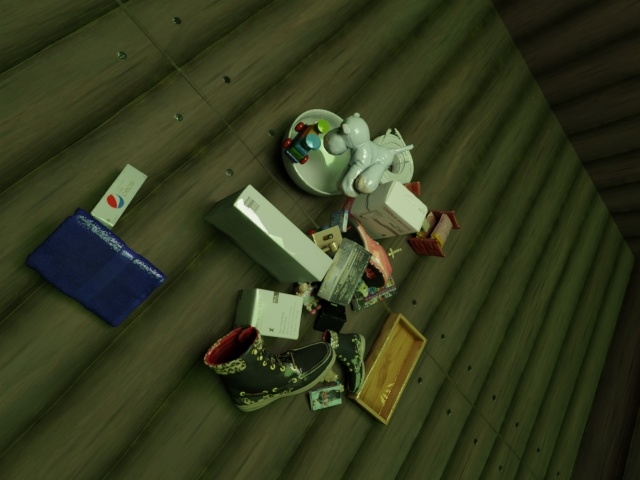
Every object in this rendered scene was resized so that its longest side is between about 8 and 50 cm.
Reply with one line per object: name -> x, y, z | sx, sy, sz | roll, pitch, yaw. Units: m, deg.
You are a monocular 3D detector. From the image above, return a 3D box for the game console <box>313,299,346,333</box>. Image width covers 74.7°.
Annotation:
game console -> 0.036, 0.306, 1.678 | 0.122, 0.071, 0.107 | 21, 46, -30

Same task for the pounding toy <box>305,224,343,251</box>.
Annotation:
pounding toy -> -0.004, 0.002, 1.578 | 0.181, 0.206, 0.094 | -20, 95, -33

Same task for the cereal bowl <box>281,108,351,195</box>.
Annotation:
cereal bowl -> -0.011, -0.331, 1.658 | 0.339, 0.141, 0.338 | 5, 80, -33

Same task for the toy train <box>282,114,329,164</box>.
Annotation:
toy train -> -0.018, -0.393, 1.492 | 0.105, 0.143, 0.247 | 42, 64, -22

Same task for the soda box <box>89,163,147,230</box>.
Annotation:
soda box -> -0.603, -0.123, 1.243 | 0.069, 0.074, 0.216 | 35, 47, -25

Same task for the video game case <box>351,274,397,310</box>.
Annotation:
video game case -> 0.207, 0.162, 1.786 | 0.232, 0.042, 0.210 | -18, 88, -34

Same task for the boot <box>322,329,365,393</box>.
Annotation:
boot -> 0.085, 0.472, 1.647 | 0.179, 0.085, 0.236 | 19, 66, -30

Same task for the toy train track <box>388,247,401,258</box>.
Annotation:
toy train track -> 0.341, 0.052, 1.915 | 0.083, 0.014, 0.048 | -22, 96, -34

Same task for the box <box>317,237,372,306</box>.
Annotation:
box -> 0.094, 0.123, 1.548 | 0.183, 0.056, 0.230 | 29, 85, -59

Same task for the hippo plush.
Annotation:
hippo plush -> 0.129, -0.310, 1.490 | 0.236, 0.295, 0.234 | 51, 39, -24

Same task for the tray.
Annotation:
tray -> 0.287, 0.535, 1.781 | 0.203, 0.076, 0.410 | 45, 63, -21

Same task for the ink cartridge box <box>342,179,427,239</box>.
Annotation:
ink cartridge box -> 0.257, -0.117, 1.720 | 0.207, 0.283, 0.117 | 36, 66, -24

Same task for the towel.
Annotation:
towel -> -0.628, 0.080, 1.194 | 0.228, 0.076, 0.308 | -42, 113, 4

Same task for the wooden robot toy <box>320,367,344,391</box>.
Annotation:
wooden robot toy -> 0.017, 0.522, 1.623 | 0.079, 0.076, 0.173 | -32, 104, 4

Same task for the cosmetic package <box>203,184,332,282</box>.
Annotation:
cosmetic package -> -0.181, -0.003, 1.417 | 0.377, 0.285, 0.097 | 43, 61, -22

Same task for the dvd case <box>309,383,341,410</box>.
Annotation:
dvd case -> 0.019, 0.594, 1.589 | 0.120, 0.013, 0.087 | -8, 110, -11

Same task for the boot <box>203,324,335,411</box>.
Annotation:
boot -> -0.157, 0.381, 1.346 | 0.378, 0.138, 0.284 | -24, 129, 0

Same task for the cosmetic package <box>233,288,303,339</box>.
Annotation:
cosmetic package -> -0.183, 0.256, 1.459 | 0.184, 0.152, 0.151 | 15, 75, -31

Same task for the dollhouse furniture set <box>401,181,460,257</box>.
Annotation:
dollhouse furniture set -> 0.470, -0.116, 1.887 | 0.201, 0.152, 0.374 | -56, 129, -25

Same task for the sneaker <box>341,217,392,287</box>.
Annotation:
sneaker -> 0.193, 0.041, 1.739 | 0.136, 0.116, 0.313 | -35, 97, -48

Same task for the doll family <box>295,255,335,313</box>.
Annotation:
doll family -> -0.018, 0.147, 1.617 | 0.263, 0.118, 0.163 | -38, 122, -27

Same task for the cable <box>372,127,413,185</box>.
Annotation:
cable -> 0.309, -0.349, 1.904 | 0.257, 0.089, 0.257 | -47, 110, -28

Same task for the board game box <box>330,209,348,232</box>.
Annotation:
board game box -> 0.074, -0.074, 1.709 | 0.020, 0.090, 0.089 | 15, 75, -35
